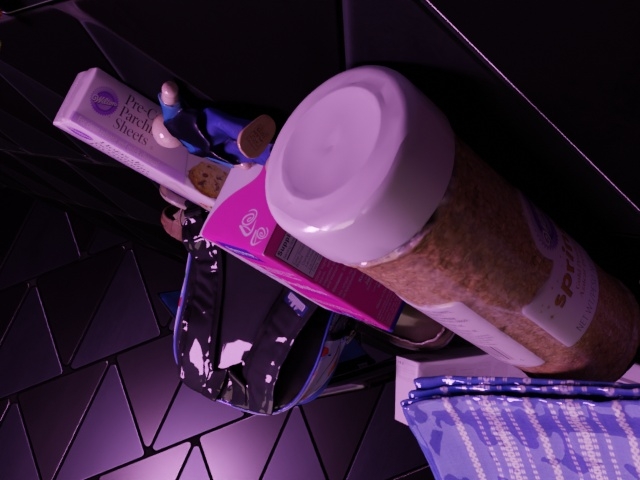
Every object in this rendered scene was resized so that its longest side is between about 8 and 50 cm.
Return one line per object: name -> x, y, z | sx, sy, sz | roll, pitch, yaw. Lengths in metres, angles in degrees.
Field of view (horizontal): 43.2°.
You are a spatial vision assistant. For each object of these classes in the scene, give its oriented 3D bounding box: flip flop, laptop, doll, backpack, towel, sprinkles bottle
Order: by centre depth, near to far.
sprinkles bottle -> 0.118, 0.012, 0.608 | 0.121, 0.121, 0.355 | 14, 166, 47
towel -> 0.243, 0.218, 0.658 | 0.335, 0.040, 0.243 | -6, 116, 39
doll -> -0.102, -0.101, 0.757 | 0.189, 0.046, 0.129 | 17, 161, 49
backpack -> -0.074, 0.099, 1.115 | 0.276, 0.264, 0.213 | 19, 178, 25
flip flop -> -0.205, -0.034, 1.264 | 0.112, 0.080, 0.277 | 25, 170, -7
laptop -> 0.006, 0.142, 1.418 | 0.407, 0.237, 0.381 | -19, 172, 38

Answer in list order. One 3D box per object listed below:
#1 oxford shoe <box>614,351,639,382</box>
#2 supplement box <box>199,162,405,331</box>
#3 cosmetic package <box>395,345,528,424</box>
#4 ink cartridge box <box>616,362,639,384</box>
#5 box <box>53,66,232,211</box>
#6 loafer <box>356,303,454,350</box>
oxford shoe -> 0.290, 0.114, 0.928 | 0.096, 0.083, 0.227 | 45, 176, 11
supplement box -> 0.000, 0.000, 0.862 | 0.111, 0.114, 0.220 | 15, 165, 47
cosmetic package -> 0.224, 0.213, 1.213 | 0.238, 0.099, 0.060 | -1, -177, -30
ink cartridge box -> 0.441, 0.252, 1.096 | 0.306, 0.131, 0.226 | 18, 169, 25
box -> -0.132, -0.077, 0.900 | 0.324, 0.067, 0.063 | 31, 167, -32
loafer -> 0.081, 0.091, 1.202 | 0.251, 0.094, 0.087 | 21, 174, 21
